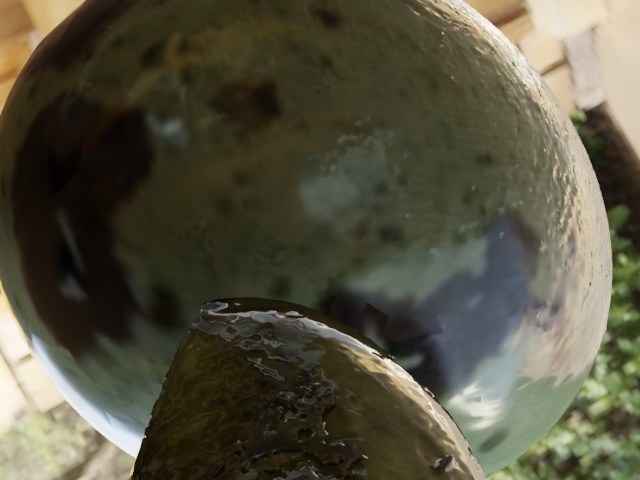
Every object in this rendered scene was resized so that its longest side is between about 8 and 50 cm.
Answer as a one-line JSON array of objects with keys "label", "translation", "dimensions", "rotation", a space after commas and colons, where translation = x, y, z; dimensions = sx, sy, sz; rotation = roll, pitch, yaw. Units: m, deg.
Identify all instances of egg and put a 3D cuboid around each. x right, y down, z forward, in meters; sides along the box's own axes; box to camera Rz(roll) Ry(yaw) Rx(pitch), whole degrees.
[{"label": "egg", "translation": [0.000, 0.000, 0.758], "dimensions": [0.288, 0.287, 0.379], "rotation": [54, -168, 33]}]

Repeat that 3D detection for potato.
[{"label": "potato", "translation": [-0.004, 0.075, 0.387], "dimensions": [0.198, 0.119, 0.054], "rotation": [-91, -1, -52]}]
